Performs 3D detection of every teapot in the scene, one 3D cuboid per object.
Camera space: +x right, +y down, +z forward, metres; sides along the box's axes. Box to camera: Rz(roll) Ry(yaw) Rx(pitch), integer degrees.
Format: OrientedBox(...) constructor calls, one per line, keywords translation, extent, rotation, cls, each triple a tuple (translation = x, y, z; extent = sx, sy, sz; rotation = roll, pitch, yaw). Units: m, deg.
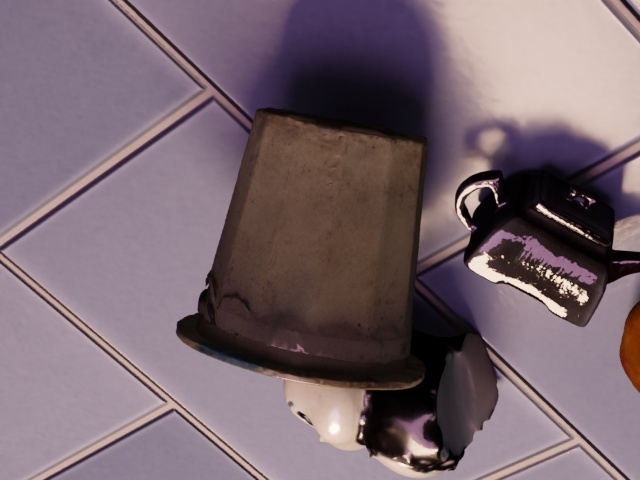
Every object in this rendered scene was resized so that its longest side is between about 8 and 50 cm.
OrientedBox(translation=(0.196, -0.008, 1.386), extent=(0.177, 0.087, 0.096), rotation=(28, 129, -7), cls="teapot")

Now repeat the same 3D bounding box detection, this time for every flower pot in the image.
OrientedBox(translation=(0.000, 0.000, 1.369), extent=(0.212, 0.212, 0.202), rotation=(11, 95, 9), cls="flower pot")

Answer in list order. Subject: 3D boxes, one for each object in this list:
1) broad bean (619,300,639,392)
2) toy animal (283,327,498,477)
OrientedBox(translation=(0.320, 0.085, 1.432), extent=(0.114, 0.084, 0.165), rotation=(42, 139, 2), cls="broad bean")
OrientedBox(translation=(0.057, 0.138, 1.525), extent=(0.179, 0.138, 0.166), rotation=(10, 177, 20), cls="toy animal")
